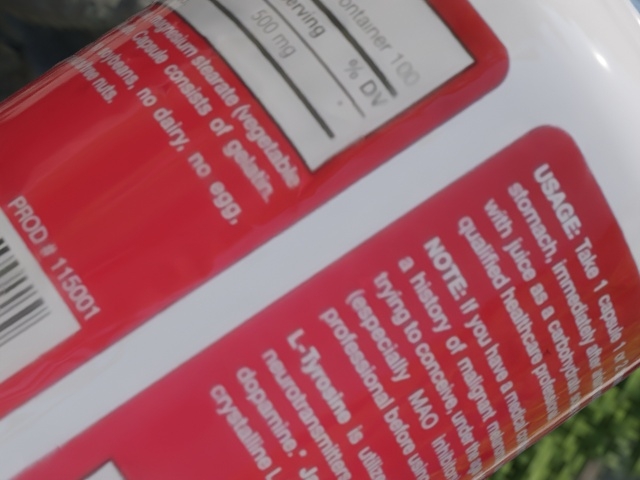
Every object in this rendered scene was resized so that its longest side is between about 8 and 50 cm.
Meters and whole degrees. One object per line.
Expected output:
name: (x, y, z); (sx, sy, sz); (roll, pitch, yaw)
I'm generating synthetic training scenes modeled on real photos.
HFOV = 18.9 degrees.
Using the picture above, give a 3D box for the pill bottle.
pill bottle: (0.000, 0.000, 0.758); (0.407, 0.229, 0.229); (-34, 153, -8)
